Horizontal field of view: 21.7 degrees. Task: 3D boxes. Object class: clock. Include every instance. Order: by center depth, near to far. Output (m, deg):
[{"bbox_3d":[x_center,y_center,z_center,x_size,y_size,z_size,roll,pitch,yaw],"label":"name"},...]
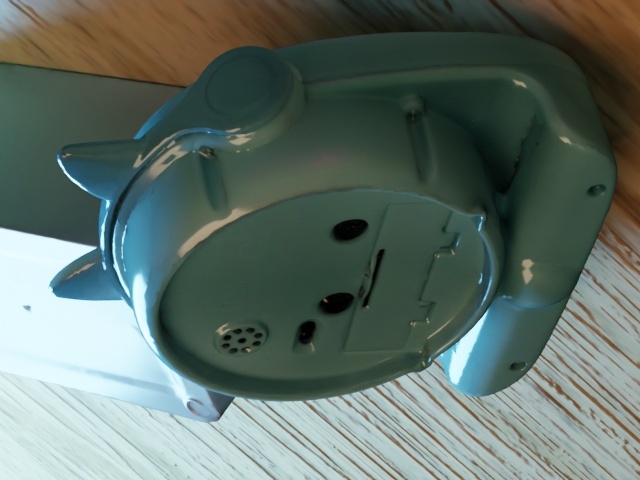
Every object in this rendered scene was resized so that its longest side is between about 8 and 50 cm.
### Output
[{"bbox_3d":[0.000,0.000,0.861,0.274,0.094,0.223,-4,141,-14],"label":"clock"}]

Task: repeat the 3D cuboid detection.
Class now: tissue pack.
[{"bbox_3d":[-0.151,-0.003,1.058,0.246,0.136,0.159,11,140,29],"label":"tissue pack"}]
